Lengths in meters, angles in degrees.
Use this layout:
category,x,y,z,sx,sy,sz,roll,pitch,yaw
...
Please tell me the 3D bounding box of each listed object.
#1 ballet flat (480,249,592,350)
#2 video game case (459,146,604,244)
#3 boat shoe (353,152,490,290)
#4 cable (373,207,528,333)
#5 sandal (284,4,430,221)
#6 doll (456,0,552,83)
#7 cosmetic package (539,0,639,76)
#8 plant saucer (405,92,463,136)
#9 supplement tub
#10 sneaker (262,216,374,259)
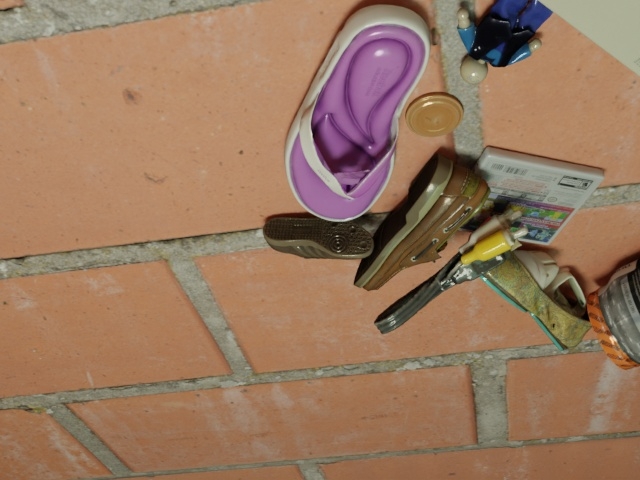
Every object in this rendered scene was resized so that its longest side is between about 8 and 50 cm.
category,x,y,z,sx,sy,sz,roll,pitch,yaw
ballet flat,0.390,0.084,1.465,0.123,0.123,0.348,-26,135,29
video game case,0.321,-0.067,1.324,0.201,0.023,0.183,9,141,-14
boat shoe,0.155,-0.002,1.319,0.104,0.111,0.307,25,138,-10
cable,0.201,0.040,1.317,0.287,0.139,0.072,-30,104,10
sandal,0.040,-0.143,1.154,0.169,0.102,0.416,5,143,-7
doll,0.231,-0.268,1.039,0.129,0.046,0.189,12,147,-18
cosmetic package,0.295,-0.315,0.888,0.309,0.160,0.113,24,136,-30
plant saucer,0.164,-0.178,1.183,0.083,0.013,0.083,0,142,0
supplement tub,0.634,0.097,1.402,0.316,0.194,0.193,-30,134,33
sneaker,0.000,0.000,1.367,0.188,0.066,0.071,11,159,14
